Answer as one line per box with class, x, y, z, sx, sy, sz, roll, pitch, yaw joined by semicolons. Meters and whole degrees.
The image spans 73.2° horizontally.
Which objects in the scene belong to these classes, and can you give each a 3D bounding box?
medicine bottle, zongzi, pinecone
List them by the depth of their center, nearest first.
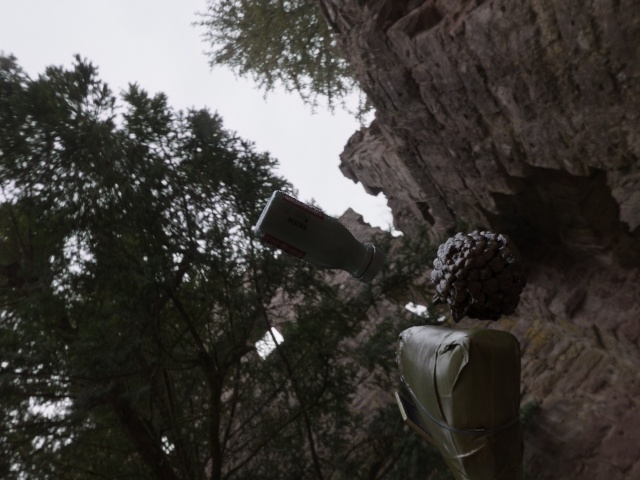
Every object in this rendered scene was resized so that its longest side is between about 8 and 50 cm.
medicine bottle;0.000;0.000;0.739;0.217;0.090;0.090;27;-90;-11
zongzi;0.279;0.371;0.901;0.174;0.356;0.392;-5;-95;-12
pinecone;0.340;0.078;0.914;0.205;0.184;0.179;38;-104;-17

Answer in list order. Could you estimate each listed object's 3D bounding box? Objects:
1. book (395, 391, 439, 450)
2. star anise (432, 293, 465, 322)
book;0.385;0.643;1.418;0.323;0.228;0.018;39;-88;1
star anise;0.453;0.119;1.291;0.283;0.212;0.129;-31;-40;25
